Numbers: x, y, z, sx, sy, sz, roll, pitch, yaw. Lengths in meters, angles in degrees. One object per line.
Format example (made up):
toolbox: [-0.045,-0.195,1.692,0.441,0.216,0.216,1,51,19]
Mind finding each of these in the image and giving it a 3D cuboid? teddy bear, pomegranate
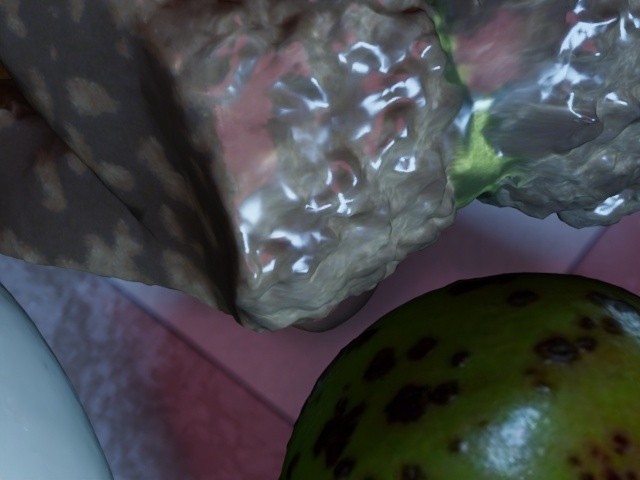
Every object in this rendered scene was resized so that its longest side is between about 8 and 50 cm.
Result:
teddy bear: [-0.013,-0.084,0.636,0.296,0.246,0.222,26,51,36]
pomegranate: [0.054,0.142,0.667,0.286,0.231,0.231,-34,85,-2]

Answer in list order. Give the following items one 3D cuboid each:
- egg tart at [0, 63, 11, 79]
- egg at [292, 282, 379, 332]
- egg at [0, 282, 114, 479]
egg tart: [-0.183,-0.159,0.714,0.288,0.118,0.288,-10,127,-13]
egg: [0.000,0.000,0.759,0.071,0.071,0.083,34,88,4]
egg: [-0.215,0.133,0.648,0.283,0.283,0.345,-40,85,-2]
